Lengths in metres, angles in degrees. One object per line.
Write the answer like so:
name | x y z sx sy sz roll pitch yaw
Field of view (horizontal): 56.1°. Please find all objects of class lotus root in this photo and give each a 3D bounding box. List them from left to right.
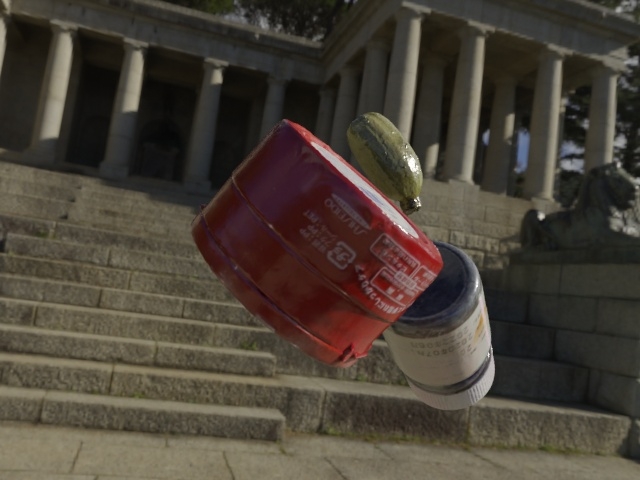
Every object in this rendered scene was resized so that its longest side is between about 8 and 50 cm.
lotus root | 0.114 -0.127 0.984 0.090 0.183 0.077 -33 1 -28

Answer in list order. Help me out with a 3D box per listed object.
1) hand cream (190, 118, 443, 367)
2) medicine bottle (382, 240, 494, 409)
hand cream | 0.000 0.000 0.600 0.230 0.149 0.230 43 10 -9
medicine bottle | 0.184 0.140 0.944 0.165 0.165 0.273 5 -36 27
